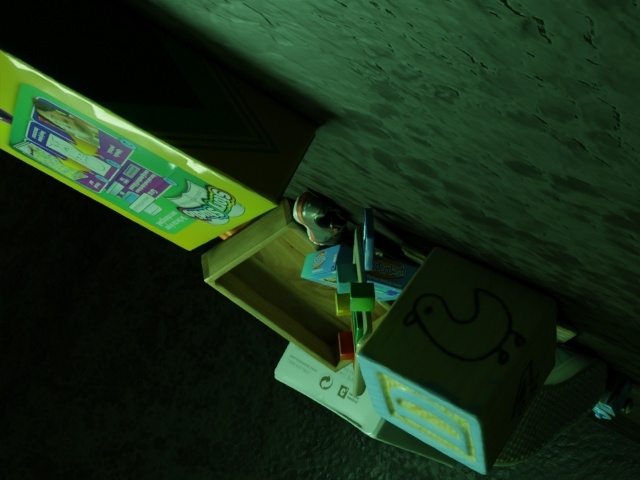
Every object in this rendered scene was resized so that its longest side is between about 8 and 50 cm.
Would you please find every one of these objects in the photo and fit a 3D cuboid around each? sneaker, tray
[{"bbox_3d":[0.301,0.250,1.427,0.366,0.135,0.150,-7,-164,-44],"label":"sneaker"},{"bbox_3d":[-0.015,0.098,1.731,0.411,0.203,0.076,40,-156,-41],"label":"tray"},{"bbox_3d":[0.015,-0.024,1.392,0.065,0.061,0.158,16,172,29],"label":"sneaker"}]

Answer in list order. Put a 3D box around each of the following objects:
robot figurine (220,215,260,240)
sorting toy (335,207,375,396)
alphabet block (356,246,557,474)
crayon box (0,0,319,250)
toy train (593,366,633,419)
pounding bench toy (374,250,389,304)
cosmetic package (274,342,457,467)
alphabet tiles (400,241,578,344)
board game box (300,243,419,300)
[{"bbox_3d":[-0.105,0.012,1.782,0.219,0.158,0.128,38,-148,-17],"label":"robot figurine"},{"bbox_3d":[0.046,0.102,1.296,0.047,0.196,0.347,0,146,0],"label":"sorting toy"},{"bbox_3d":[0.189,0.161,1.212,0.192,0.197,0.193,26,155,26],"label":"alphabet block"},{"bbox_3d":[-0.214,-0.123,0.993,0.313,0.106,0.363,29,163,-16],"label":"crayon box"},{"bbox_3d":[0.462,0.245,1.587,0.184,0.080,0.105,28,167,35],"label":"toy train"},{"bbox_3d":[0.108,0.069,1.667,0.065,0.083,0.052,29,175,-17],"label":"pounding bench toy"},{"bbox_3d":[0.179,0.288,2.112,0.329,0.327,0.394,24,174,41],"label":"cosmetic package"},{"bbox_3d":[0.263,0.087,1.424,0.285,0.011,0.342,28,175,13],"label":"alphabet tiles"},{"bbox_3d":[0.071,0.058,1.519,0.160,0.047,0.210,17,170,-14],"label":"board game box"}]
